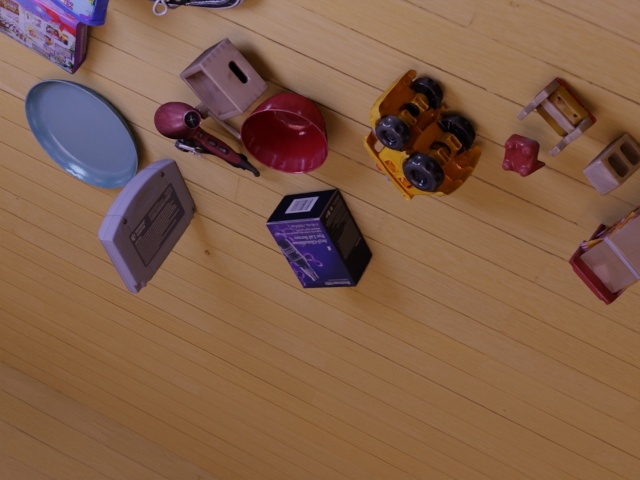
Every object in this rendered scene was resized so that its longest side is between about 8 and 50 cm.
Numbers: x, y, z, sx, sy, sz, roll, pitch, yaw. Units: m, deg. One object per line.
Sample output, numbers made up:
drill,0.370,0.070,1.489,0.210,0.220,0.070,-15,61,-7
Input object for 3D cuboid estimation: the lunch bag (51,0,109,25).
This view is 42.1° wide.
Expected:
lunch bag,-0.468,-0.546,1.508,0.293,0.138,0.221,48,139,13

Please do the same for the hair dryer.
hair dryer,-0.244,-0.227,1.757,0.223,0.080,0.293,19,175,14

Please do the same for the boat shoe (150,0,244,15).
boat shoe,-0.284,-0.485,1.553,0.306,0.105,0.113,21,139,13

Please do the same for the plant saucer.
plant saucer,-0.571,-0.263,2.019,0.317,0.044,0.317,18,139,17

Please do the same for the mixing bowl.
mixing bowl,-0.062,-0.230,1.668,0.181,0.098,0.181,10,145,7

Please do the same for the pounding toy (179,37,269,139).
pounding toy,-0.191,-0.303,1.702,0.181,0.094,0.206,48,160,-19

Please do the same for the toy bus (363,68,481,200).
toy bus,0.158,-0.186,1.572,0.220,0.149,0.211,48,154,-16

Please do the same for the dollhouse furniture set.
dollhouse furniture set,0.484,-0.096,1.468,0.374,0.152,0.201,50,141,5

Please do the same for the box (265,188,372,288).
box,0.000,0.000,1.874,0.153,0.108,0.207,-6,128,36

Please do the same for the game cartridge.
game cartridge,-0.401,-0.047,1.935,0.060,0.294,0.196,5,133,23

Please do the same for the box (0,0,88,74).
box,-0.633,-0.495,1.759,0.293,0.057,0.201,31,154,-6
